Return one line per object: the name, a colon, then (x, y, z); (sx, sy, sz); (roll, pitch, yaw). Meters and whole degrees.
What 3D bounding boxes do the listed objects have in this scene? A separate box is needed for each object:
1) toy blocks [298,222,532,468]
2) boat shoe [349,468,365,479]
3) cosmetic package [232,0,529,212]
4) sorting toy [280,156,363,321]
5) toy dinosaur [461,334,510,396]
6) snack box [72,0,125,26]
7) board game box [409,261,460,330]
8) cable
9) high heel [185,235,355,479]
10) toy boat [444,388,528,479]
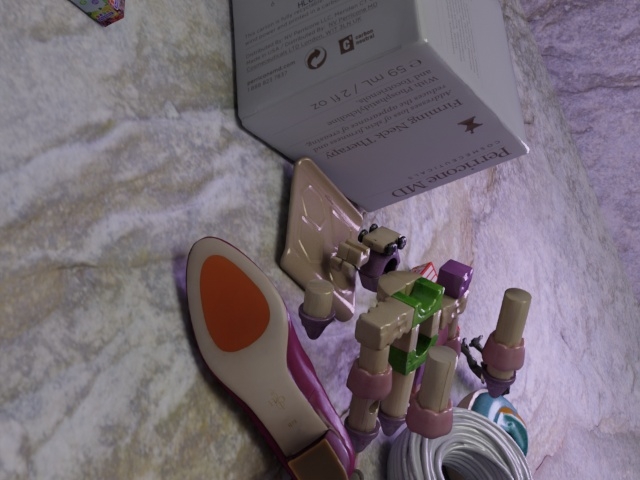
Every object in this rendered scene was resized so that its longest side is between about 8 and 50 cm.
toy blocks: (0.119, 0.180, 1.572); (0.288, 0.309, 0.260); (-28, 135, -46)
boat shoe: (0.025, 0.414, 1.381); (0.069, 0.081, 0.228); (55, 38, -33)
cosmetic package: (0.100, -0.302, 1.706); (0.393, 0.329, 0.328); (31, 46, -51)
sorting toy: (0.000, 0.000, 1.654); (0.193, 0.038, 0.208); (45, 41, -40)
toy dinosaur: (0.317, 0.242, 2.022); (0.118, 0.064, 0.268); (54, 7, 23)
snack box: (-0.294, -0.360, 1.331); (0.100, 0.037, 0.141); (34, 44, -48)
board game box: (0.185, 0.140, 1.891); (0.147, 0.045, 0.193); (66, 27, -10)
cable: (0.227, 0.391, 1.652); (0.257, 0.089, 0.257); (6, 51, -33)
high heel: (-0.072, 0.169, 1.375); (0.181, 0.127, 0.377); (156, -89, -88)
toy boat: (0.347, 0.423, 1.895); (0.318, 0.148, 0.267); (63, 28, -15)
